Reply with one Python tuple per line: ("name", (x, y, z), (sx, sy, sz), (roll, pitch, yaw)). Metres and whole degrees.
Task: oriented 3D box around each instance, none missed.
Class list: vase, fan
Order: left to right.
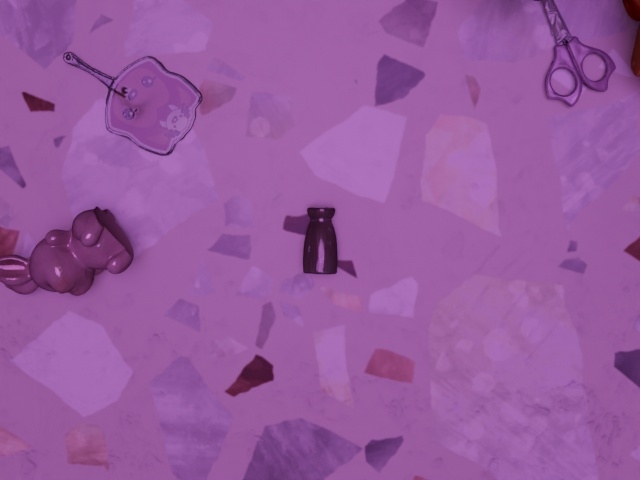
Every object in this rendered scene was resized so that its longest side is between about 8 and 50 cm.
("fan", (-0.292, -0.225, 1.352), (0.220, 0.009, 0.132), (29, 93, -4))
("vase", (0.000, 0.000, 1.353), (0.053, 0.053, 0.101), (1, 92, 0))

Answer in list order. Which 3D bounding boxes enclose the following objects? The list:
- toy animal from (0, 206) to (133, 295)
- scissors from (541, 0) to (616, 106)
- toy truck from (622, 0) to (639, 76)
("toy animal", (-0.386, 0.042, 1.333), (0.212, 0.124, 0.124), (-32, 95, 10))
("scissors", (0.361, -0.309, 1.331), (0.110, 0.021, 0.212), (-24, 96, 1))
("toy truck", (0.514, -0.344, 1.262), (0.189, 0.239, 0.265), (-6, 55, 1))
